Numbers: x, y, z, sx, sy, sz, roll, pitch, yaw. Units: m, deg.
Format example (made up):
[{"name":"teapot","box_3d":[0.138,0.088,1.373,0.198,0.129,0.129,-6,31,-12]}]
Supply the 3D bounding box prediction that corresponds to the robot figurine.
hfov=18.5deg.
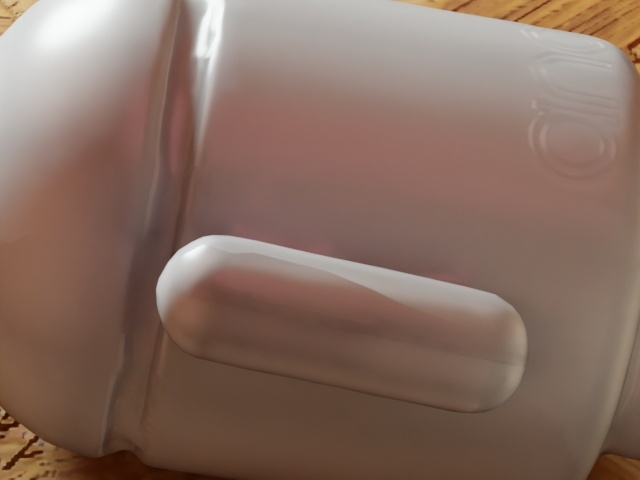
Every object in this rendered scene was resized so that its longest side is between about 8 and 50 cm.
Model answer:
[{"name":"robot figurine","box_3d":[0.000,0.000,0.793,0.353,0.200,0.300,9,9,-6]}]
